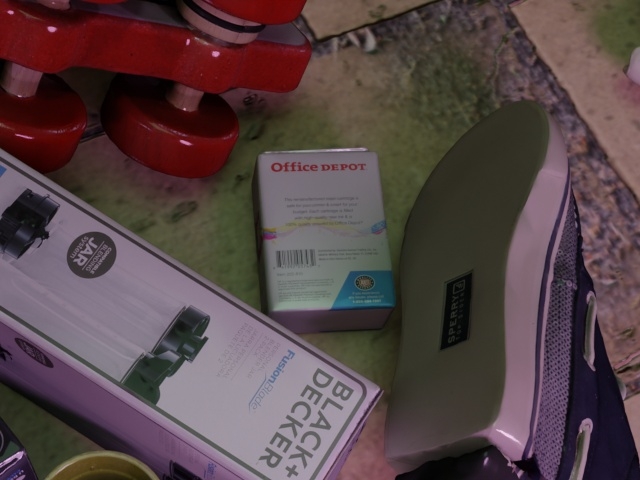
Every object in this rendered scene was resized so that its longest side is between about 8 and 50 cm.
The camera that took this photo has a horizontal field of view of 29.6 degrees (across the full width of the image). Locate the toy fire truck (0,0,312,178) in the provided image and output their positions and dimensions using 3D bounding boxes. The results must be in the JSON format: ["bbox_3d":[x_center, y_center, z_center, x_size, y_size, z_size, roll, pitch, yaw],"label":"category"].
[{"bbox_3d":[-0.162,-0.184,0.841,0.302,0.169,0.254,0,42,-40],"label":"toy fire truck"}]

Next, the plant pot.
[{"bbox_3d":[-0.133,0.179,0.744,0.083,0.079,0.083,2,66,-5],"label":"plant pot"}]

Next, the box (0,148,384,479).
[{"bbox_3d":[-0.115,0.073,0.746,0.290,0.169,0.087,32,66,6],"label":"box"}]

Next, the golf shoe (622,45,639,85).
[{"bbox_3d":[0.337,-0.216,0.972,0.120,0.105,0.273,20,64,10],"label":"golf shoe"}]

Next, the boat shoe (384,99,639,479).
[{"bbox_3d":[0.141,0.064,0.826,0.158,0.127,0.341,44,43,-27],"label":"boat shoe"}]

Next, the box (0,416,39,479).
[{"bbox_3d":[-0.304,0.103,0.724,0.163,0.142,0.247,-38,74,-19],"label":"box"}]

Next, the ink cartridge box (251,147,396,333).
[{"bbox_3d":[0.000,0.000,0.857,0.088,0.052,0.122,-2,68,-9],"label":"ink cartridge box"}]
